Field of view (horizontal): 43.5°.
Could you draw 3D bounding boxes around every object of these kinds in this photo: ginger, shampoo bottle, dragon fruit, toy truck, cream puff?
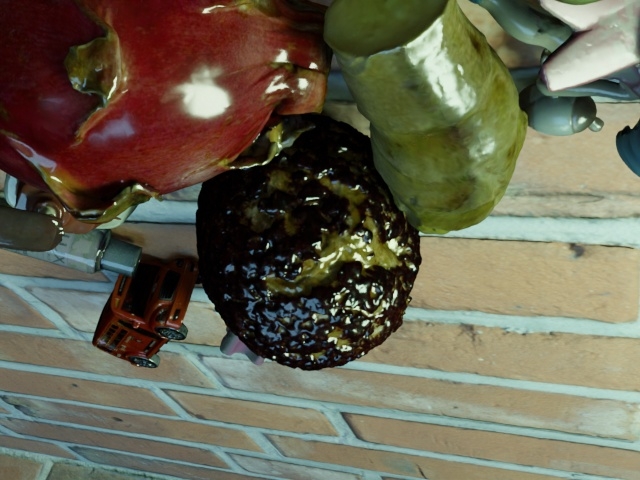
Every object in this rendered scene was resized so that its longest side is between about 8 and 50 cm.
[{"bbox_3d":[0.088,-0.097,0.601,0.116,0.109,0.263,25,161,33],"label":"ginger"},{"bbox_3d":[-0.348,0.000,1.078,0.214,0.072,0.072,16,151,-2],"label":"shampoo bottle"},{"bbox_3d":[-0.153,-0.136,0.573,0.315,0.250,0.250,28,150,-1],"label":"dragon fruit"},{"bbox_3d":[-0.229,-0.064,0.718,0.153,0.284,0.071,22,111,-14],"label":"shampoo bottle"},{"bbox_3d":[-0.256,0.102,1.172,0.114,0.108,0.252,23,151,-15],"label":"toy truck"},{"bbox_3d":[0.000,0.000,0.740,0.164,0.239,0.239,-8,144,31],"label":"cream puff"}]

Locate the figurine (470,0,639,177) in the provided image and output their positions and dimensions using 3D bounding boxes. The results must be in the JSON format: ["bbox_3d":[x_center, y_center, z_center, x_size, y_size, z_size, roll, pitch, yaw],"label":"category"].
[{"bbox_3d":[0.207,-0.112,0.589,0.260,0.103,0.205,32,146,-10],"label":"figurine"}]

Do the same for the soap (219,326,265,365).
[{"bbox_3d":[-0.066,0.071,1.015,0.065,0.122,0.203,20,151,-8],"label":"soap"}]

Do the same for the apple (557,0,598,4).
[{"bbox_3d":[0.145,-0.217,0.364,0.207,0.174,0.188,-13,115,49],"label":"apple"}]
